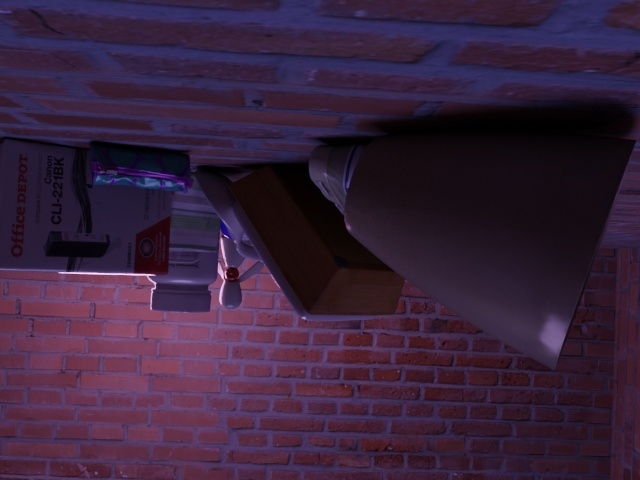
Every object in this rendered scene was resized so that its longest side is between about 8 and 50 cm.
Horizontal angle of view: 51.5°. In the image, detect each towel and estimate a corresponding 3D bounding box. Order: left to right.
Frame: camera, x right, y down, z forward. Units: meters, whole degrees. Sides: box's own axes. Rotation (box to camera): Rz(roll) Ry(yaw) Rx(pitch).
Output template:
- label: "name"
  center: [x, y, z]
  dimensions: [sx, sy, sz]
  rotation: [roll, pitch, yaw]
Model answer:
- label: "towel"
  center: [-0.237, -0.052, 1.281]
  dimensions: [0.023, 0.152, 0.113]
  rotation: [13, -173, 44]

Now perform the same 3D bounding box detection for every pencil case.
- label: "pencil case"
  center: [-0.274, -0.107, 1.010]
  dimensions: [0.151, 0.064, 0.070]
  rotation: [3, -157, -22]

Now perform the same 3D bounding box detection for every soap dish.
- label: "soap dish"
  center: [0.000, 0.000, 1.137]
  dimensions: [0.229, 0.291, 0.118]
  rotation: [7, 131, -48]

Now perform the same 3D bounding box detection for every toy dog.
- label: "toy dog"
  center: [-0.276, 0.032, 2.118]
  dimensions: [0.220, 0.334, 0.161]
  rotation: [28, -168, -8]

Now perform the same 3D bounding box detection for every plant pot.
- label: "plant pot"
  center: [0.177, -0.025, 0.763]
  dimensions: [0.274, 0.257, 0.256]
  rotation: [20, -175, 23]

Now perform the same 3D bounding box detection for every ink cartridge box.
- label: "ink cartridge box"
  center: [-0.391, -0.044, 1.078]
  dimensions: [0.272, 0.197, 0.114]
  rotation: [4, 176, -37]

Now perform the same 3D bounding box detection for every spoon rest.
- label: "spoon rest"
  center: [-0.156, -0.035, 1.262]
  dimensions: [0.084, 0.137, 0.276]
  rotation: [-37, 140, 6]

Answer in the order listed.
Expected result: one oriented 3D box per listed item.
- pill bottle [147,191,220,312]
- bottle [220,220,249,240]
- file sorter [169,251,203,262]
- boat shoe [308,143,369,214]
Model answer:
- label: "pill bottle"
  center: [-0.313, 0.020, 1.522]
  dimensions: [0.160, 0.283, 0.160]
  rotation: [3, 178, 0]
- label: "bottle"
  center: [-0.085, -0.054, 1.475]
  dimensions: [0.282, 0.118, 0.092]
  rotation: [3, 178, 23]
- label: "file sorter"
  center: [-0.388, -0.047, 1.352]
  dimensions: [0.277, 0.173, 0.193]
  rotation: [1, 177, 42]
- label: "boat shoe"
  center: [0.058, -0.085, 0.983]
  dimensions: [0.094, 0.109, 0.302]
  rotation: [18, 172, 14]
